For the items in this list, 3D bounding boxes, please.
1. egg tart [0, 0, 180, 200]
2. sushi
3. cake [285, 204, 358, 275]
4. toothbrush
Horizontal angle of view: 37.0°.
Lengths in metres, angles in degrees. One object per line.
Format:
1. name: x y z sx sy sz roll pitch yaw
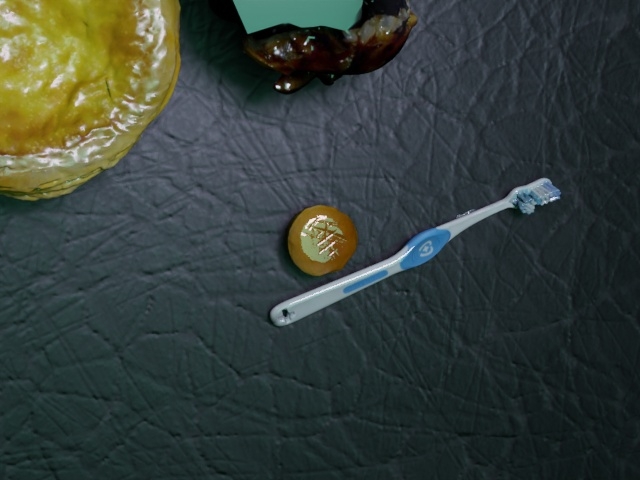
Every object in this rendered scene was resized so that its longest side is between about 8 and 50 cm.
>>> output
1. egg tart: -0.292 -0.200 0.955 0.319 0.128 0.319 -2 97 -14
2. sushi: 0.000 -0.265 0.979 0.215 0.227 0.212 -28 110 -6
3. cake: 0.000 0.000 1.104 0.084 0.044 0.084 -1 95 -16
4. toothbrush: 0.113 0.011 1.147 0.386 0.040 0.040 -24 102 -8
